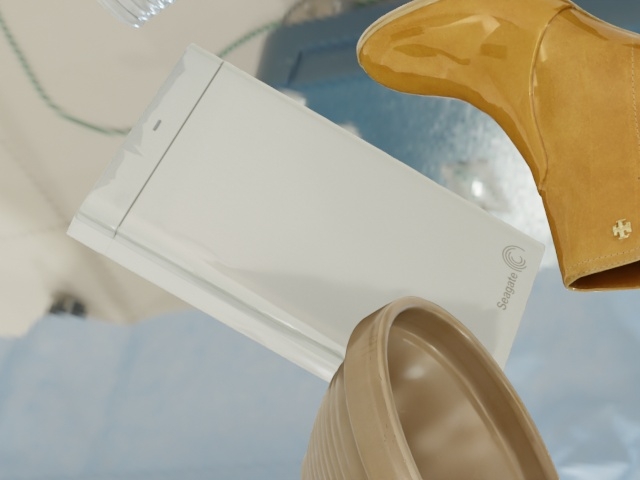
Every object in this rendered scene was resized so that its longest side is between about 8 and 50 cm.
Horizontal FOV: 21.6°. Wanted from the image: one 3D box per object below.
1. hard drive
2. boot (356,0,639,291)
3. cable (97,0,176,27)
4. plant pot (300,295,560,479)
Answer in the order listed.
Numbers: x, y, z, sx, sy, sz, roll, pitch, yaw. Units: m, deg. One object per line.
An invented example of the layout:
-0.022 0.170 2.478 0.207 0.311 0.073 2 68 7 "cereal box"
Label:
0.000 0.000 1.365 0.353 0.233 0.047 30 135 -3 "hard drive"
0.157 -0.067 1.125 0.295 0.211 0.104 -6 156 23 "boot"
-0.201 -0.287 1.353 0.089 0.257 0.257 -39 127 6 "cable"
0.064 0.164 1.074 0.109 0.237 0.237 -31 125 22 "plant pot"
